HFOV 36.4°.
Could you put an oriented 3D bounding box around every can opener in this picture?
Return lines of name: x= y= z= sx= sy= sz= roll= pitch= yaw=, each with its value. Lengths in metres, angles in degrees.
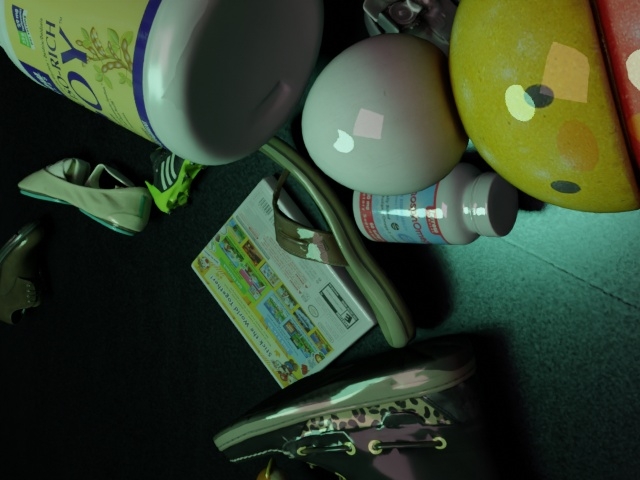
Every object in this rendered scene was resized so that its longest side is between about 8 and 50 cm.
can opener: x=0.151 y=-0.157 z=0.974 sx=0.283 sy=0.076 sz=0.095 roll=48 pitch=163 yaw=13

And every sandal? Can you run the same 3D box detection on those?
sandal: x=0.001 y=0.001 z=1.105 sx=0.086 sy=0.120 sz=0.302 roll=-32 pitch=86 yaw=1

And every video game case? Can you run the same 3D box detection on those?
video game case: x=-0.050 y=0.063 z=1.249 sx=0.227 sy=0.026 sz=0.206 roll=52 pitch=132 yaw=9

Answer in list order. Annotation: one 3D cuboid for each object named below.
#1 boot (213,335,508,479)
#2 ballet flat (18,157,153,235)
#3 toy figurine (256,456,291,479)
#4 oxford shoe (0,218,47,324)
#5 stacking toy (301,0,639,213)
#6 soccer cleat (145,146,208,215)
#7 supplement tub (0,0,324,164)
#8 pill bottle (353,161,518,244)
boot: x=0.065 y=0.291 z=1.165 sx=0.377 sy=0.138 sz=0.284 roll=-23 pitch=93 yaw=30
ballet flat: x=-0.336 y=-0.076 z=1.402 sx=0.248 sy=0.086 sz=0.086 roll=19 pitch=120 yaw=31
toy figurine: x=-0.074 y=0.421 z=1.285 sx=0.148 sy=0.209 sz=0.213 roll=26 pitch=139 yaw=16
oxford shoe: x=-0.477 y=0.053 z=1.575 sx=0.096 sy=0.083 sz=0.227 roll=35 pitch=130 yaw=1
stacking toy: x=0.213 y=-0.121 z=0.650 sx=0.480 sy=0.350 sz=0.350 roll=-16 pitch=98 yaw=22
soccer cleat: x=-0.183 y=-0.106 z=1.265 sx=0.072 sy=0.060 sz=0.179 roll=51 pitch=135 yaw=13
supplement tub: x=-0.189 y=-0.244 z=1.024 sx=0.331 sy=0.241 sz=0.241 roll=27 pitch=124 yaw=28
pill bottle: x=0.120 y=-0.039 z=1.021 sx=0.160 sy=0.087 sz=0.087 roll=2 pitch=110 yaw=39
